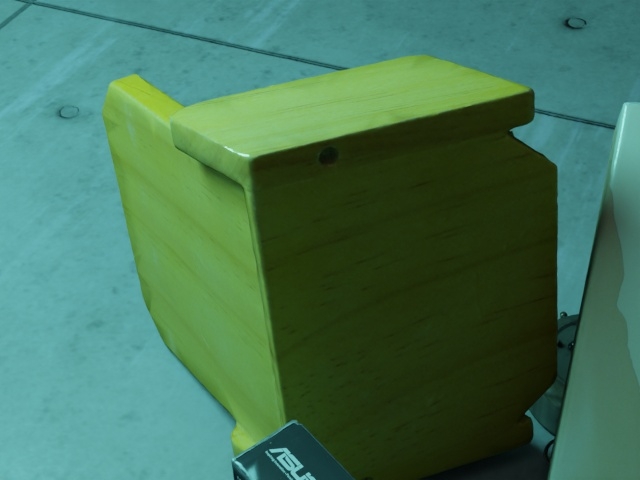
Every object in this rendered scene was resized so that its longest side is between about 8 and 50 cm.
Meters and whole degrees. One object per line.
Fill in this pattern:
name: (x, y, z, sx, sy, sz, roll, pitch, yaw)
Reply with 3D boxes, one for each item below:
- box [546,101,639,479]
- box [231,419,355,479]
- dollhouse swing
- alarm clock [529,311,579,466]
box: (0.274, 0.060, 0.917, 0.121, 0.148, 0.311, 11, 80, 12)
box: (0.045, 0.284, 0.767, 0.060, 0.216, 0.270, -28, 46, -25)
dollhouse swing: (0.000, 0.000, 1.009, 0.315, 0.347, 0.305, -15, 31, -12)
alarm clock: (0.248, 0.138, 1.036, 0.129, 0.064, 0.192, 14, 48, 20)
